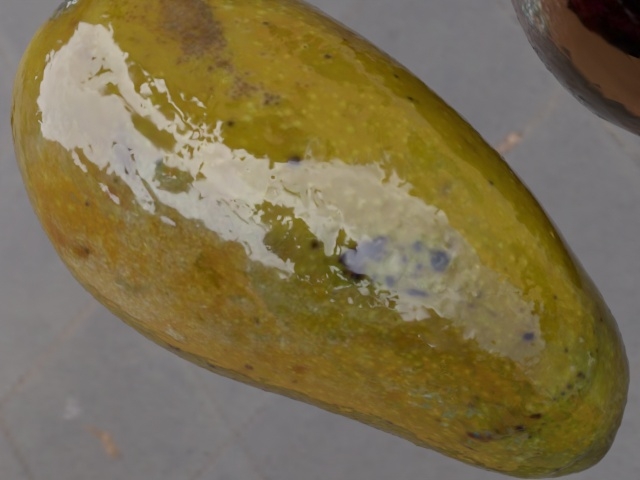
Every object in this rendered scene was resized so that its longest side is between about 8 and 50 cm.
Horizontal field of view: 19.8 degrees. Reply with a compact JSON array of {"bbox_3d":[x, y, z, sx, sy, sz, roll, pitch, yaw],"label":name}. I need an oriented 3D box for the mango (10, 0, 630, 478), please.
[{"bbox_3d":[-0.003,-0.003,0.866,0.329,0.176,0.176,36,86,19],"label":"mango"}]

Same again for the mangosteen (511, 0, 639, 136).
[{"bbox_3d":[0.228,-0.158,0.933,0.288,0.288,0.288,-9,75,36],"label":"mangosteen"}]
